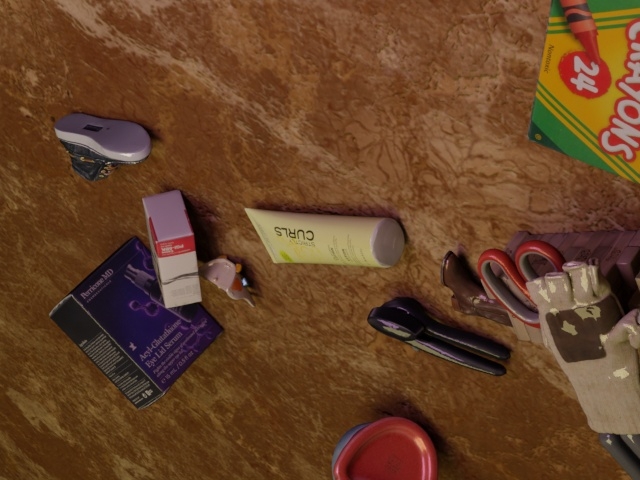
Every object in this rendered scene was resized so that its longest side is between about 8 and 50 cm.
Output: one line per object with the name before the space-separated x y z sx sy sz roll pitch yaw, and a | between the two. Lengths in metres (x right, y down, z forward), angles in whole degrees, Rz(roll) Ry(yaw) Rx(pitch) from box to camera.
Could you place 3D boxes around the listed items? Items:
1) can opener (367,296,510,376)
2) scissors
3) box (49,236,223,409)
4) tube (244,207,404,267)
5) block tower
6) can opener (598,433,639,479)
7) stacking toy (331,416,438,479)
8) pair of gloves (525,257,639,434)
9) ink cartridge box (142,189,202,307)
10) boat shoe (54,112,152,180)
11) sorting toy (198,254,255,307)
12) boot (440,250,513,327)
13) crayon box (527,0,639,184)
can opener | 0.149 0.127 1.496 0.186 0.073 0.059 22 132 11
scissors | 0.284 0.112 1.239 0.297 0.021 0.109 47 141 -7
box | -0.281 0.126 1.808 0.207 0.153 0.108 47 143 -6
tube | 0.000 0.000 1.508 0.240 0.062 0.070 4 89 46
block tower | 0.337 0.049 1.217 0.335 0.091 0.097 0 126 43
can opener | 0.434 0.325 1.408 0.280 0.093 0.074 52 144 -5
stacking toy | 0.103 0.421 1.658 0.309 0.279 0.130 45 154 -5
pair of gloves | 0.328 0.092 1.146 0.240 0.042 0.204 -16 112 39
ink cartridge box | -0.209 0.013 1.673 0.099 0.056 0.135 -114 16 -44
boat shoe | -0.292 -0.121 1.654 0.183 0.065 0.083 19 139 38
sorting toy | -0.124 0.065 1.699 0.083 0.045 0.075 29 161 49
boot | 0.203 0.062 1.396 0.114 0.037 0.106 17 150 35
crayon box | 0.351 -0.128 1.038 0.318 0.081 0.202 24 139 22
